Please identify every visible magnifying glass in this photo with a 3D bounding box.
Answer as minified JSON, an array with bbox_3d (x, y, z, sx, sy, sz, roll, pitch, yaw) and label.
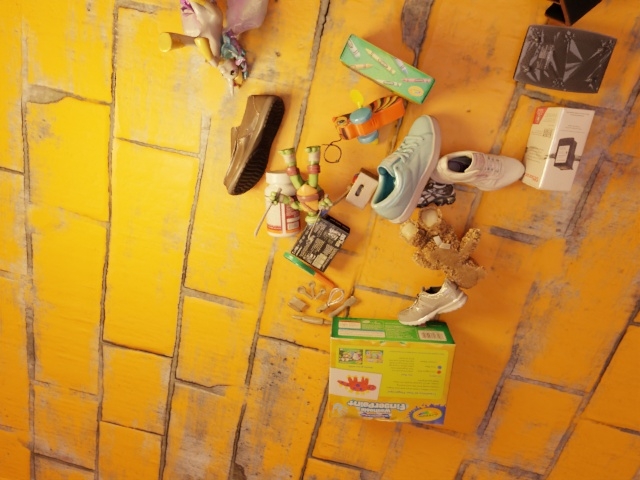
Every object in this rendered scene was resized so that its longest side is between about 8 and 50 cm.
[{"bbox_3d":[-0.043,0.113,1.522,0.231,0.092,0.026,34,81,-16],"label":"magnifying glass"}]

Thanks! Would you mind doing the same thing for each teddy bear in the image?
[{"bbox_3d":[0.429,0.021,1.410,0.338,0.113,0.245,29,119,-3],"label":"teddy bear"}]

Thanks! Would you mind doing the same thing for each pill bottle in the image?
[{"bbox_3d":[-0.134,-0.131,1.424,0.121,0.121,0.221,0,107,6],"label":"pill bottle"}]

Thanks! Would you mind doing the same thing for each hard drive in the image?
[{"bbox_3d":[0.727,-0.544,1.223,0.255,0.054,0.172,11,109,3],"label":"hard drive"}]

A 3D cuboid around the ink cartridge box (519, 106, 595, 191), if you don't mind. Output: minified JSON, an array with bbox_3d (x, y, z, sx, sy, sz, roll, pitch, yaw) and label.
[{"bbox_3d":[0.716,-0.284,1.248,0.100,0.172,0.237,7,109,3],"label":"ink cartridge box"}]

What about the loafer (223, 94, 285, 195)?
[{"bbox_3d":[-0.244,-0.329,1.384,0.130,0.134,0.365,30,100,21],"label":"loafer"}]

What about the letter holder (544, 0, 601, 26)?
[{"bbox_3d":[0.732,-0.784,1.110,0.302,0.214,0.152,-39,132,16],"label":"letter holder"}]

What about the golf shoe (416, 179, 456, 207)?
[{"bbox_3d":[0.360,-0.158,1.392,0.198,0.077,0.093,-7,91,6],"label":"golf shoe"}]

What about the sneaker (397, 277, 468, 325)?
[{"bbox_3d":[0.388,0.217,1.472,0.281,0.105,0.115,-34,91,36],"label":"sneaker"}]

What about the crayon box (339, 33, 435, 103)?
[{"bbox_3d":[0.199,-0.514,1.235,0.278,0.165,0.081,28,109,-3],"label":"crayon box"}]

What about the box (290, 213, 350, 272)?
[{"bbox_3d":[0.000,0.000,1.474,0.147,0.077,0.180,31,109,-4],"label":"box"}]

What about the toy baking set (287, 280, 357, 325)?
[{"bbox_3d":[0.003,0.252,1.563,0.256,0.030,0.196,14,121,-5],"label":"toy baking set"}]

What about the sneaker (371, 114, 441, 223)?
[{"bbox_3d":[0.264,-0.240,1.273,0.150,0.135,0.365,20,86,-36],"label":"sneaker"}]

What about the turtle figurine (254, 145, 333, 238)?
[{"bbox_3d":[-0.063,-0.151,1.268,0.275,0.198,0.266,-20,111,-34],"label":"turtle figurine"}]

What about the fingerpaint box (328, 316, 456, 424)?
[{"bbox_3d":[0.256,0.497,1.558,0.445,0.163,0.371,2,110,4],"label":"fingerpaint box"}]

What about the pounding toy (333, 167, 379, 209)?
[{"bbox_3d":[0.121,-0.169,1.377,0.100,0.130,0.141,29,109,-3],"label":"pounding toy"}]

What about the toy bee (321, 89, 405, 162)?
[{"bbox_3d":[0.111,-0.388,1.304,0.298,0.162,0.195,-17,128,-19],"label":"toy bee"}]

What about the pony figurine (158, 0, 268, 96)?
[{"bbox_3d":[-0.324,-0.644,1.195,0.303,0.363,0.350,0,92,14],"label":"pony figurine"}]

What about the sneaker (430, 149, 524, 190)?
[{"bbox_3d":[0.510,-0.224,1.291,0.305,0.152,0.114,0,87,-2],"label":"sneaker"}]
